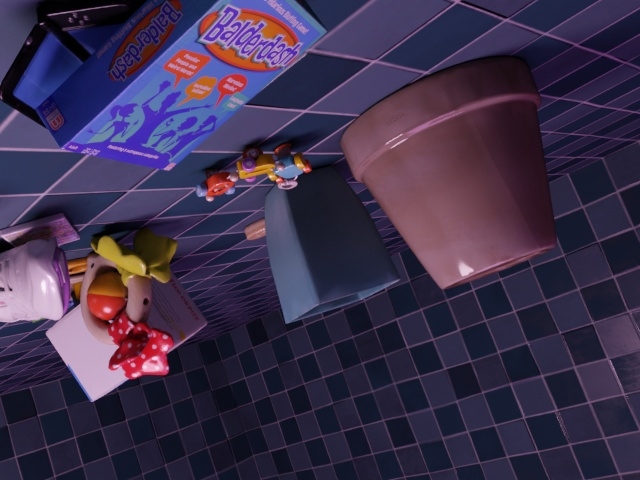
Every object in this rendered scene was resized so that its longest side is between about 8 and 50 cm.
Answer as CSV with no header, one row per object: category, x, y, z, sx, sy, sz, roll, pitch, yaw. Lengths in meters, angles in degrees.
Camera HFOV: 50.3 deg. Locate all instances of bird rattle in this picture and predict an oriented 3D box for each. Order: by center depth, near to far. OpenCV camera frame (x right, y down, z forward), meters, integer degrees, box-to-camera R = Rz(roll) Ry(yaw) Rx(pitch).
bird rattle,-0.332,0.106,1.166,0.207,0.253,0.143,3,-174,38

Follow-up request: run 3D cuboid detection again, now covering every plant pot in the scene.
plant pot,0.227,-0.085,1.073,0.324,0.280,0.323,-19,169,-4
plant pot,0.000,0.000,1.205,0.166,0.234,0.165,-14,169,-26

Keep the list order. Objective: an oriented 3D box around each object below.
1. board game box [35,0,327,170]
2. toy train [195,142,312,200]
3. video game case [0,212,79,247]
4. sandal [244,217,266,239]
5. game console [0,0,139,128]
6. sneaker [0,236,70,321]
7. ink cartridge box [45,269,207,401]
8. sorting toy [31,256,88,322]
board game box,-0.109,-0.148,0.581,0.210,0.047,0.160,-39,168,15
toy train,-0.098,-0.105,1.009,0.166,0.046,0.125,-10,167,-34
video game case,-0.410,-0.008,1.004,0.087,0.011,0.122,-18,170,-13
sandal,-0.043,-0.031,1.399,0.240,0.079,0.088,-24,169,23
game console,-0.186,-0.137,0.563,0.108,0.071,0.122,-6,172,5
sneaker,-0.464,0.074,1.004,0.152,0.114,0.305,-2,166,-36
ink cartridge box,-0.387,0.178,1.388,0.168,0.171,0.233,-35,179,28
sorting toy,-0.505,0.109,1.346,0.196,0.047,0.348,-15,169,-26
